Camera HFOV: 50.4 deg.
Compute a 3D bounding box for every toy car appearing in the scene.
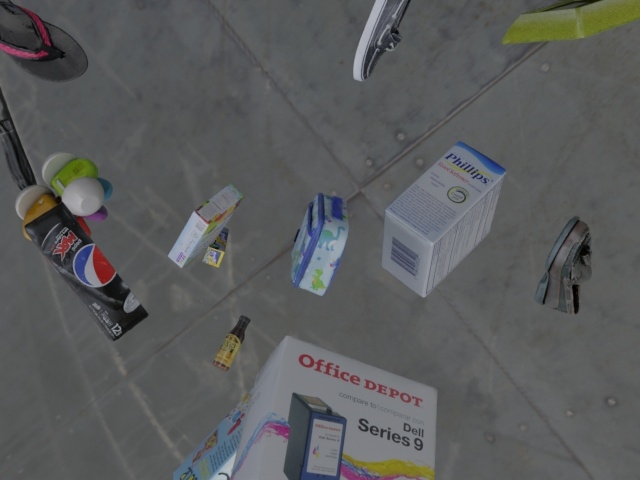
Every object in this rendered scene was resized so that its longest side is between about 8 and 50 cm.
[{"bbox_3d":[-0.461,-0.064,1.266,0.159,0.182,0.136,39,-178,38],"label":"toy car"}]

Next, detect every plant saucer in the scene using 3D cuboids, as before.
[{"bbox_3d":[0.436,-0.383,1.160,0.188,0.188,0.045,23,131,60],"label":"plant saucer"}]

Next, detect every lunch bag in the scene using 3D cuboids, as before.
[{"bbox_3d":[0.000,0.000,1.460,0.090,0.219,0.176,20,113,-8],"label":"lunch bag"}]

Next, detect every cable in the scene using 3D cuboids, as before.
[{"bbox_3d":[-0.625,-0.224,1.305,0.139,0.072,0.287,-139,32,-72],"label":"cable"}]

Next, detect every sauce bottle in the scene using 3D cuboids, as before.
[{"bbox_3d":[-0.197,0.229,1.527,0.042,0.128,0.042,22,161,8],"label":"sauce bottle"}]

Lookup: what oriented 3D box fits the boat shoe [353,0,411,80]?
[{"bbox_3d":[0.183,-0.586,1.942,0.102,0.108,0.301,27,116,10],"label":"boat shoe"}]

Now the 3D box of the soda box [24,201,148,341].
[{"bbox_3d":[-0.280,0.039,0.815,0.169,0.053,0.060,55,159,-9],"label":"soda box"}]

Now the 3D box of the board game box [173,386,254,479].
[{"bbox_3d":[-0.081,0.332,1.062,0.142,0.275,0.144,45,175,-14],"label":"board game box"}]

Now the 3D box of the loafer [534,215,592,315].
[{"bbox_3d":[0.449,0.051,1.208,0.084,0.096,0.267,33,160,23],"label":"loafer"}]

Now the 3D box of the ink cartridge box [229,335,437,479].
[{"bbox_3d":[0.007,0.206,0.563,0.154,0.212,0.093,22,135,-11],"label":"ink cartridge box"}]

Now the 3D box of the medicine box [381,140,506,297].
[{"bbox_3d":[0.301,-0.049,1.690,0.149,0.289,0.263,38,157,24],"label":"medicine box"}]

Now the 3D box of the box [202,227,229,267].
[{"bbox_3d":[-0.318,0.014,2.081,0.054,0.169,0.059,20,113,-11],"label":"box"}]

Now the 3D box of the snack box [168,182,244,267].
[{"bbox_3d":[-0.195,-0.024,1.157,0.037,0.100,0.141,44,135,2],"label":"snack box"}]

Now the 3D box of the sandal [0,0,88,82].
[{"bbox_3d":[-0.360,-0.249,0.803,0.179,0.067,0.040,36,178,-27],"label":"sandal"}]
